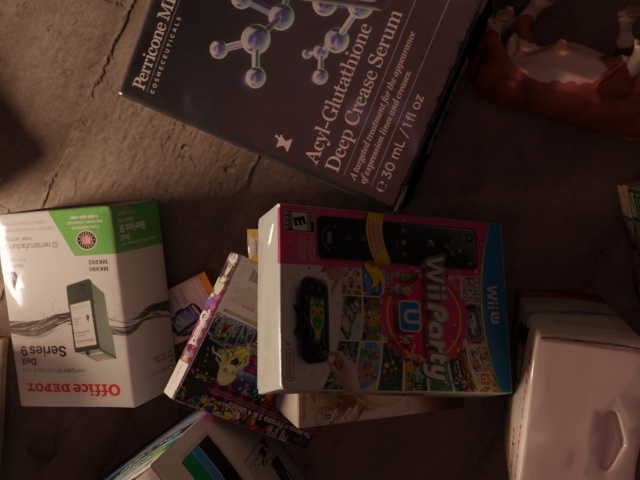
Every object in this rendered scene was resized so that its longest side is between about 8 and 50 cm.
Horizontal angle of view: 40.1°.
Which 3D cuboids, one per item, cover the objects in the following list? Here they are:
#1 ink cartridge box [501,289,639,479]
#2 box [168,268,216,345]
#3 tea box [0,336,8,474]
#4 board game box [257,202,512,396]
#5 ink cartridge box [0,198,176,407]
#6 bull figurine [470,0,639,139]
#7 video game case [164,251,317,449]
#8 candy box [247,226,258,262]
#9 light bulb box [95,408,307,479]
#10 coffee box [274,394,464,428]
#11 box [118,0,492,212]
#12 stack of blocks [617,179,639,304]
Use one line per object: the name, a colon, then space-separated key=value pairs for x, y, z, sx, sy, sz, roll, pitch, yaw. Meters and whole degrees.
ink cartridge box: x=0.307 y=0.197 z=1.103 sx=0.131 sy=0.306 sz=0.226 roll=6 pitch=97 yaw=9
box: x=-0.211 y=0.109 z=1.329 sx=0.136 sy=0.028 sz=0.081 roll=-27 pitch=91 yaw=14
tea box: x=-0.672 y=0.304 z=1.309 sx=0.323 sy=0.220 sz=0.329 roll=2 pitch=86 yaw=11
board game box: x=0.079 y=0.081 z=1.091 sx=0.303 sy=0.097 sz=0.224 roll=5 pitch=74 yaw=-21
ink cartridge box: x=-0.339 y=0.093 z=1.285 sx=0.211 sy=0.121 sz=0.289 roll=-4 pitch=96 yaw=22
bull figurine: x=0.345 y=-0.213 z=1.128 sx=0.310 sy=0.101 sz=0.188 roll=12 pitch=143 yaw=15
video game case: x=-0.070 y=0.157 z=1.212 sx=0.232 sy=0.042 sz=0.210 roll=28 pitch=83 yaw=-31
candy box: x=0.000 y=0.000 z=1.237 sx=0.186 sy=0.109 sz=0.053 roll=-4 pitch=94 yaw=11
light bulb box: x=-0.232 y=0.421 z=1.196 sx=0.358 sy=0.361 sz=0.225 roll=-37 pitch=89 yaw=11
coffee box: x=0.068 y=0.161 z=1.192 sx=0.246 sy=0.098 sz=0.141 roll=-3 pitch=98 yaw=-22
box: x=-0.011 y=-0.252 z=1.160 sx=0.395 sy=0.212 sz=0.294 roll=23 pitch=100 yaw=8
stack of blocks: x=0.440 y=0.014 z=1.064 sx=0.087 sy=0.297 sz=0.171 roll=-10 pitch=95 yaw=11
